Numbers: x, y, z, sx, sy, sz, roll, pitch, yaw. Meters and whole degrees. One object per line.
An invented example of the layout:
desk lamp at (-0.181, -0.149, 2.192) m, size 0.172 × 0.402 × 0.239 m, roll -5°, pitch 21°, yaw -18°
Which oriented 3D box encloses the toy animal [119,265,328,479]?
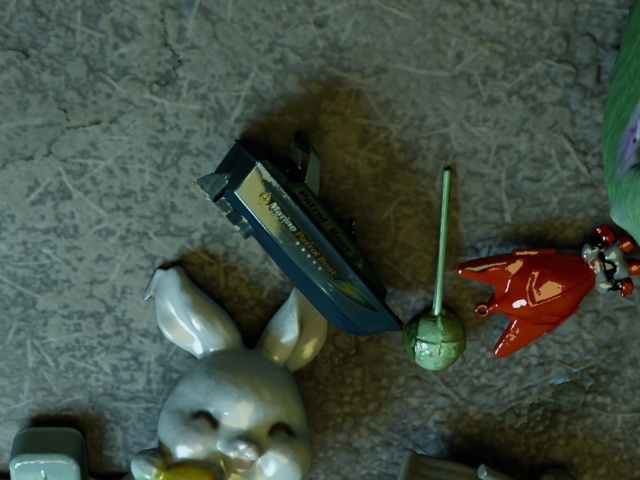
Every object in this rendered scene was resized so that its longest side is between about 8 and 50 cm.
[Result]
toy animal at (-0.105, 0.194, 1.872) m, size 0.208 × 0.154 × 0.325 m, roll 7°, pitch 84°, yaw 2°

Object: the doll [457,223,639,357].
doll at (0.223, 0.039, 1.844) m, size 0.169 × 0.057 × 0.109 m, roll -19°, pitch 117°, yaw 13°

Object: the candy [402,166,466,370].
candy at (0.111, 0.027, 1.854) m, size 0.061 × 0.061 × 0.202 m, roll 2°, pitch 111°, yaw 0°

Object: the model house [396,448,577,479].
model house at (0.137, 0.307, 1.923) m, size 0.188 × 0.229 × 0.122 m, roll 25°, pitch 157°, yaw -26°

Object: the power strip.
power strip at (-0.267, 0.274, 1.988) m, size 0.265 × 0.059 × 0.193 m, roll 0°, pitch 124°, yaw 1°

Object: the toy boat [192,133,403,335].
toy boat at (0.000, 0.000, 1.810) m, size 0.103 × 0.093 × 0.246 m, roll -42°, pitch 112°, yaw -1°

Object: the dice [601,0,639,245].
dice at (0.426, -0.116, 1.603) m, size 0.322 × 0.318 × 0.330 m, roll 20°, pitch 118°, yaw -9°
